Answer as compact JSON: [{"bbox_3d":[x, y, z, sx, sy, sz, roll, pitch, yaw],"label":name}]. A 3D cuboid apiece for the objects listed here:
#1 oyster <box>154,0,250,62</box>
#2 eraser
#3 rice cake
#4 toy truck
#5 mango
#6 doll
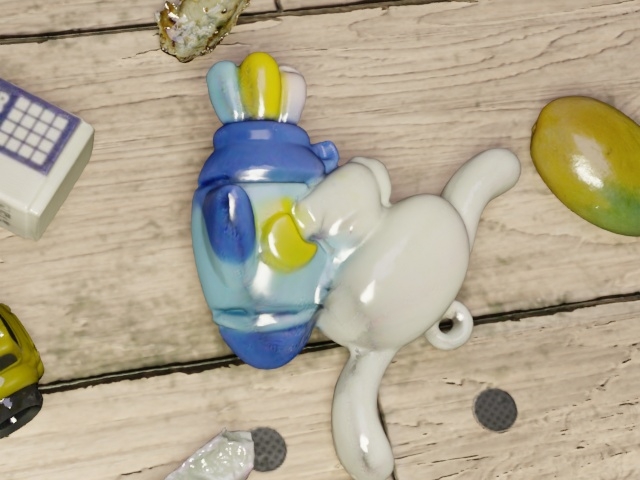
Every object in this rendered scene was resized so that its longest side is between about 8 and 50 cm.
[{"bbox_3d":[-0.120,-0.248,1.716,0.132,0.029,0.086,-21,80,-6],"label":"oyster"},{"bbox_3d":[-0.383,-0.119,1.589,0.279,0.081,0.124,27,64,1],"label":"eraser"},{"bbox_3d":[-0.200,0.300,1.442,0.365,0.073,0.056,-38,81,-24],"label":"rice cake"},{"bbox_3d":[-0.368,0.129,1.433,0.224,0.165,0.147,-29,74,-22],"label":"toy truck"},{"bbox_3d":[0.318,-0.079,1.714,0.194,0.092,0.130,32,61,-6],"label":"mango"},{"bbox_3d":[-0.004,0.004,1.573,0.365,0.187,0.376,31,52,-9],"label":"doll"}]
